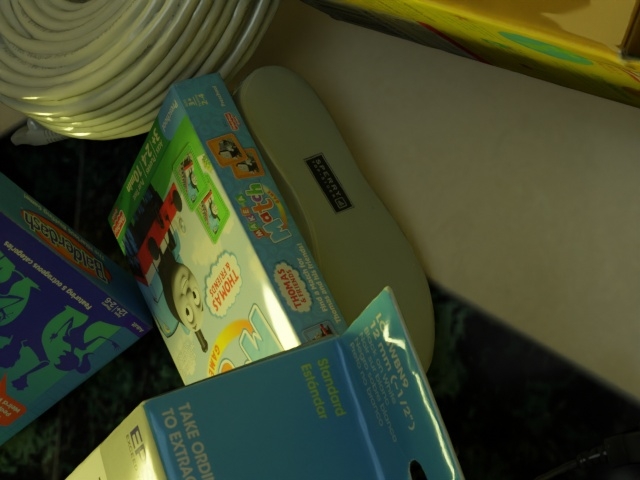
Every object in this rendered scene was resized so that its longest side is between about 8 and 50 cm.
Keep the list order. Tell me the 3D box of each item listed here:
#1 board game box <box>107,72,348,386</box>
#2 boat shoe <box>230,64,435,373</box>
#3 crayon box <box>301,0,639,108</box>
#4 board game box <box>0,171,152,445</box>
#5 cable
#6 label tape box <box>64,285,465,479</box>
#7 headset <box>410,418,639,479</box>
[{"bbox_3d":[-0.055,0.030,1.090,0.211,0.039,0.160,62,147,20],"label":"board game box"},{"bbox_3d":[0.000,0.000,1.102,0.070,0.078,0.219,-45,64,52],"label":"boat shoe"},{"bbox_3d":[0.113,-0.141,0.988,0.318,0.202,0.081,21,92,27],"label":"crayon box"},{"bbox_3d":[-0.240,0.061,1.162,0.210,0.160,0.047,-38,34,18],"label":"board game box"},{"bbox_3d":[-0.127,-0.191,1.153,0.257,0.089,0.257,2,76,42],"label":"cable"},{"bbox_3d":[-0.038,0.210,0.967,0.347,0.115,0.249,-47,58,54],"label":"label tape box"},{"bbox_3d":[0.212,0.169,0.951,0.394,0.185,0.243,13,90,13],"label":"headset"}]
